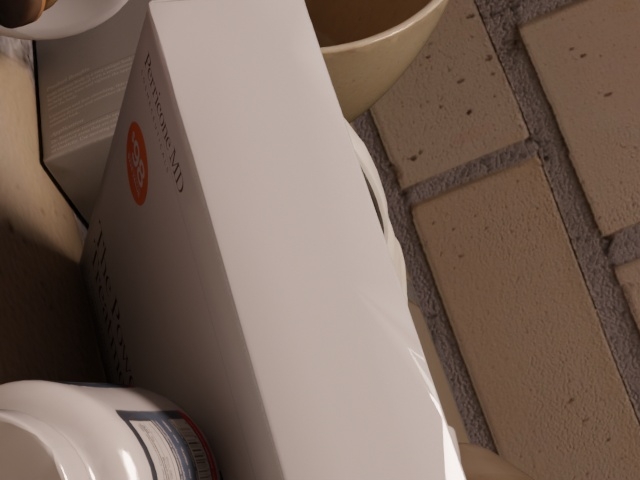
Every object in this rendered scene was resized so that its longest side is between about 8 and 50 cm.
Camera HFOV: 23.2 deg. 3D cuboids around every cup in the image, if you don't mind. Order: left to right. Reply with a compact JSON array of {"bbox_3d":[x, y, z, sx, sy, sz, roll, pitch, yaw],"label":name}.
[{"bbox_3d":[-0.043,-0.221,1.466,0.237,0.331,0.331,100,-21,-54],"label":"cup"}]

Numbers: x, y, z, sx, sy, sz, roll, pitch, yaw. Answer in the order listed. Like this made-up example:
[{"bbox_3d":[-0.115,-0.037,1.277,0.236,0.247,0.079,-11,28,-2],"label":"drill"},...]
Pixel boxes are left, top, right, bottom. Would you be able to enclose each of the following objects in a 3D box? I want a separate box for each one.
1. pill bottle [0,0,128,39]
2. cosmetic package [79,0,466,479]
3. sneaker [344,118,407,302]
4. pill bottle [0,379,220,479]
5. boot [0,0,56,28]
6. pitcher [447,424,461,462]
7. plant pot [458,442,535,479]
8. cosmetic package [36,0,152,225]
[{"bbox_3d":[-0.195,-0.259,1.032,0.130,0.130,0.246,59,13,-50],"label":"pill bottle"},{"bbox_3d":[-0.034,0.101,0.844,0.284,0.097,0.377,120,-42,-55],"label":"cosmetic package"},{"bbox_3d":[0.000,0.000,1.083,0.123,0.106,0.290,-96,173,-49],"label":"sneaker"},{"bbox_3d":[-0.115,0.114,0.676,0.180,0.108,0.108,30,40,-77],"label":"pill bottle"},{"bbox_3d":[-0.174,-0.233,0.863,0.112,0.115,0.305,102,-31,-43],"label":"boot"},{"bbox_3d":[0.016,0.212,1.081,0.178,0.125,0.207,146,-36,-84],"label":"pitcher"},{"bbox_3d":[0.139,0.325,1.274,0.280,0.323,0.323,53,-6,46],"label":"plant pot"},{"bbox_3d":[-0.131,-0.125,1.126,0.238,0.127,0.107,-100,166,-46],"label":"cosmetic package"}]
